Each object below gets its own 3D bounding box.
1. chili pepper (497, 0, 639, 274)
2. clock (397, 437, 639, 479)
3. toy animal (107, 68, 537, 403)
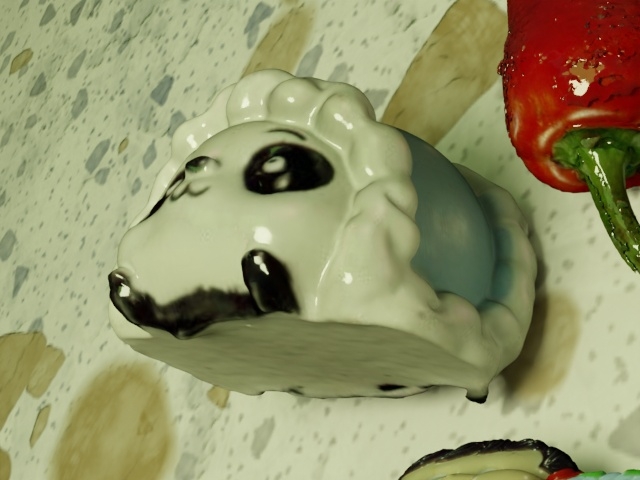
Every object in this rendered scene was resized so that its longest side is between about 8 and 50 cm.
[{"bbox_3d":[0.145,-0.137,0.831,0.110,0.110,0.387,-30,46,38],"label":"chili pepper"},{"bbox_3d":[0.086,0.148,0.654,0.194,0.100,0.195,-10,14,24],"label":"clock"},{"bbox_3d":[0.000,0.000,0.839,0.208,0.204,0.156,-9,61,41],"label":"toy animal"}]
